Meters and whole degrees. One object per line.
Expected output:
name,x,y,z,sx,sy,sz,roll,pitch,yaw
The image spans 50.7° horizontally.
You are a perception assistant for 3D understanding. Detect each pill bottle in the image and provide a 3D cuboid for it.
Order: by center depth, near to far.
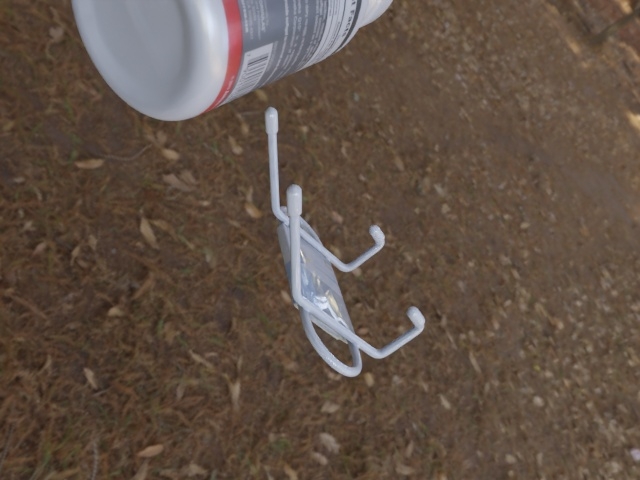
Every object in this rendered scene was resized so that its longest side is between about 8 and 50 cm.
pill bottle,-0.074,-0.288,0.767,0.363,0.210,0.210,-37,92,-43

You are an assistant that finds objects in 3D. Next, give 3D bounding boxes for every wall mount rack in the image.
wall mount rack,0.000,0.000,0.921,0.304,0.130,0.350,41,17,-34
